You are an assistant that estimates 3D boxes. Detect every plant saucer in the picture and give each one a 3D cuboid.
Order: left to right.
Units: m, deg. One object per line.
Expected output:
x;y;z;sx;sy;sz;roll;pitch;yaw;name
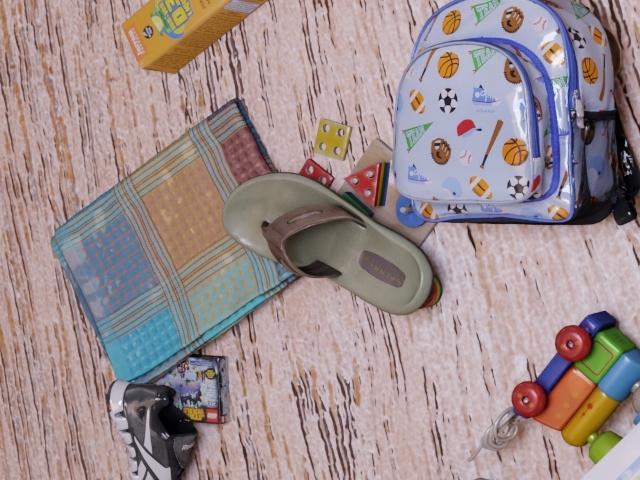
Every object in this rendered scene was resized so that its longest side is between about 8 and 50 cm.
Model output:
0.313;-0.212;1.600;0.083;0.015;0.083;3;96;31;plant saucer

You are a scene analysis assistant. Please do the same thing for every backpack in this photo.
0.206;-0.150;1.553;0.277;0.213;0.263;2;90;35;backpack

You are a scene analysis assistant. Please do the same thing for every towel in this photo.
-0.196;0.012;1.889;0.370;0.040;0.271;-34;74;25;towel

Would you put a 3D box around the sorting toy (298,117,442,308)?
0.068;-0.044;1.741;0.274;0.046;0.132;44;114;21;sorting toy

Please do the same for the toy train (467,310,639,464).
0.293;0.215;1.593;0.143;0.105;0.248;44;114;23;toy train

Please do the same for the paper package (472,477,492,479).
0.244;0.407;1.524;0.325;0.309;0.168;11;102;30;paper package

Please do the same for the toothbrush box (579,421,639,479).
0.414;0.270;1.428;0.206;0.283;0.122;48;116;19;toothbrush box

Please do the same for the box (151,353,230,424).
-0.191;0.206;1.926;0.137;0.027;0.094;0;95;30;box

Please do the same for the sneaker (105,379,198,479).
-0.214;0.295;1.897;0.106;0.078;0.234;-8;111;19;sneaker

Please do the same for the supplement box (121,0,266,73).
-0.155;-0.316;1.831;0.233;0.080;0.078;-34;75;30;supplement box

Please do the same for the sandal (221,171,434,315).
0.001;-0.001;1.705;0.303;0.086;0.120;24;107;27;sandal
